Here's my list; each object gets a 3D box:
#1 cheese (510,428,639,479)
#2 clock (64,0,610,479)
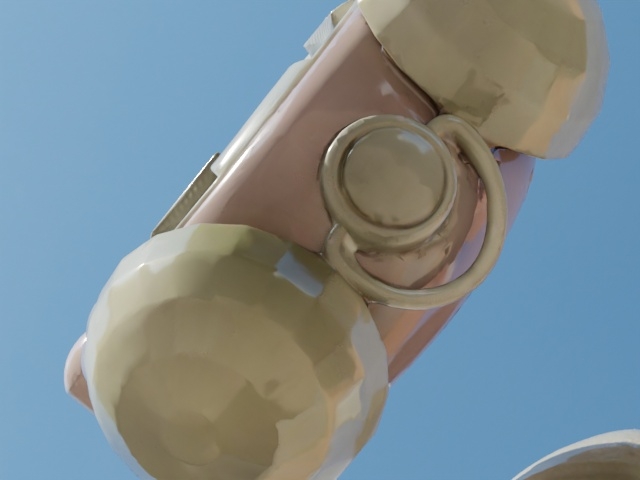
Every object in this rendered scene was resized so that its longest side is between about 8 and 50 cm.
[{"bbox_3d":[0.212,0.197,0.892,0.198,0.189,0.154,13,-91,37],"label":"cheese"},{"bbox_3d":[0.000,0.000,0.805,0.184,0.326,0.342,32,-107,-2],"label":"clock"}]
